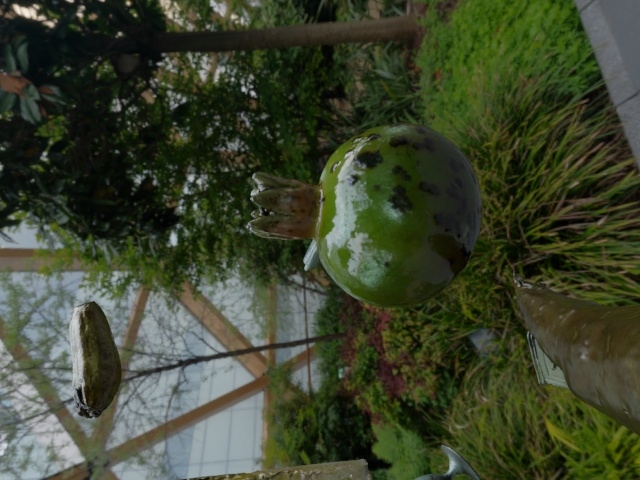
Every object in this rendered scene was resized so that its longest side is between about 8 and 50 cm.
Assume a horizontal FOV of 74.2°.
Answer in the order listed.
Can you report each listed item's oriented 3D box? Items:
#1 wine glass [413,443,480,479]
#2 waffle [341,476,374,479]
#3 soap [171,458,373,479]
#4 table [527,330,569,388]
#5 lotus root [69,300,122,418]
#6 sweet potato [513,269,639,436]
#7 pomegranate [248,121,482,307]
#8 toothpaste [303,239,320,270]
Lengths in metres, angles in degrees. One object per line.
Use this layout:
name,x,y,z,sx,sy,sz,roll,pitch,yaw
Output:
wine glass,0.201,0.492,0.791,0.093,0.202,0.093,41,158,20
waffle,0.049,0.346,0.436,0.038,0.191,0.191,163,103,-70
soap,-0.076,0.475,0.549,0.169,0.338,0.305,76,-173,-50
table,0.304,0.134,0.496,0.083,0.062,0.079,2,117,56
lotus root,-0.500,0.257,0.942,0.097,0.110,0.259,4,-114,-48
sweet potato,0.264,0.092,0.309,0.422,0.130,0.131,166,99,-89
pomegranate,0.041,-0.024,0.372,0.159,0.204,0.160,-177,90,-82
toothpaste,0.000,0.000,1.096,0.064,0.041,0.218,57,137,36
